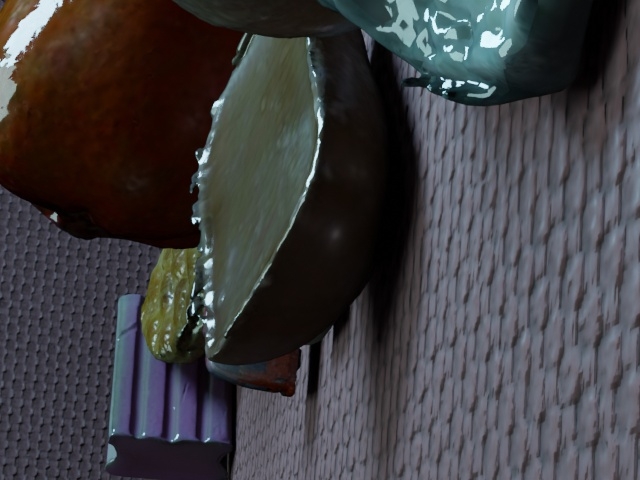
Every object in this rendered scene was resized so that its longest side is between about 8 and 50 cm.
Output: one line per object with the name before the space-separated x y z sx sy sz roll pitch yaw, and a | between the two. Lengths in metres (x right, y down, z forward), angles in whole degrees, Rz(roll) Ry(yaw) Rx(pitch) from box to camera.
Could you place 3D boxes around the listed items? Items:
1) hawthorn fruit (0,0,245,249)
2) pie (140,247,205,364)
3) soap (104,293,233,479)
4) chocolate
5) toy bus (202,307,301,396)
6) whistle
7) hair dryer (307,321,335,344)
hawthorn fruit | -0.146 -0.134 1.385 0.311 0.295 0.295 -51 26 30
pie | -0.116 0.031 1.599 0.195 0.046 0.195 -50 28 39
soap | -0.147 0.143 1.652 0.203 0.122 0.065 -92 10 -50
chocolate | -0.007 -0.042 0.953 0.161 0.083 0.261 -58 22 31
toy bus | -0.037 0.008 1.134 0.065 0.077 0.192 127 149 -80
whistle | 0.024 -0.146 0.682 0.348 0.189 0.189 45 133 51
hair dryer | 0.000 0.000 1.048 0.063 0.038 0.124 117 163 -69
